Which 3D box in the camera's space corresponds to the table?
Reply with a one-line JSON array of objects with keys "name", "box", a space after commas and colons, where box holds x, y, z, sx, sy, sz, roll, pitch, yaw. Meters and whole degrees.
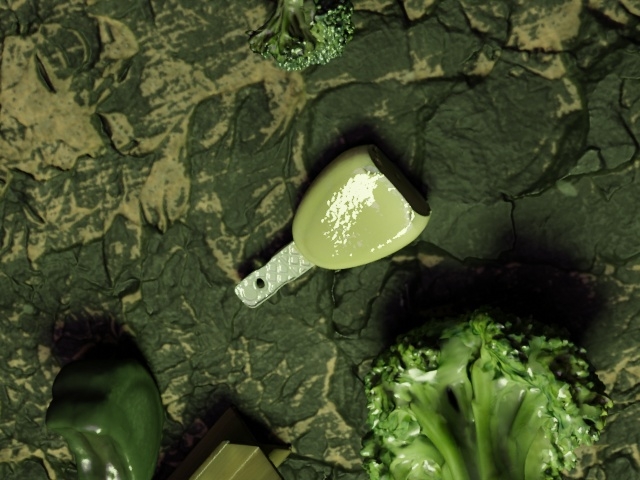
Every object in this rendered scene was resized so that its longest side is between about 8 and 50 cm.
[{"name": "table", "box": [-0.142, 0.329, 1.731, 0.167, 0.167, 0.226, 37, 107, -11]}]

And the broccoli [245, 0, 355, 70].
[{"name": "broccoli", "box": [-0.019, -0.275, 1.423, 0.118, 0.122, 0.204, 3, 103, 31]}]

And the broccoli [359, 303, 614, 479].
[{"name": "broccoli", "box": [0.186, 0.202, 1.570, 0.235, 0.260, 0.288, -16, 145, -31]}]

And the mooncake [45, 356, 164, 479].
[{"name": "mooncake", "box": [-0.258, 0.225, 1.678, 0.104, 0.168, 0.175, -5, 101, 13]}]

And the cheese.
[{"name": "cheese", "box": [0.000, 0.000, 1.587, 0.251, 0.054, 0.127, -38, 103, 24]}]
